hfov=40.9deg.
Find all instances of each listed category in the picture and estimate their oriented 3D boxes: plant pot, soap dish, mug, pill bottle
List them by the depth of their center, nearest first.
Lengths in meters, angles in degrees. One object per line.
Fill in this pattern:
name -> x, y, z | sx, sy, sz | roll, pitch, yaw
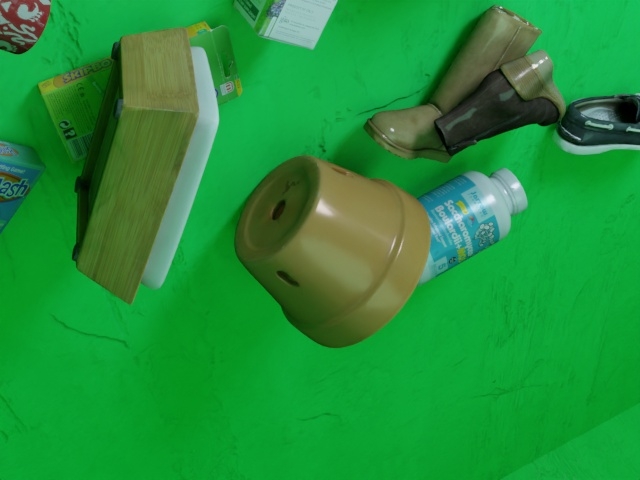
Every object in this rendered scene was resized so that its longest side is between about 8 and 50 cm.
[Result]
mug -> -0.378, -0.287, 0.923 | 0.150, 0.113, 0.169 | -49, 142, 18
soap dish -> -0.229, -0.101, 1.084 | 0.118, 0.229, 0.291 | 12, 124, -22
plant pot -> 0.000, 0.000, 1.371 | 0.203, 0.291, 0.291 | 34, 107, -32
pill bottle -> 0.249, -0.035, 1.594 | 0.264, 0.146, 0.146 | -29, 140, -8

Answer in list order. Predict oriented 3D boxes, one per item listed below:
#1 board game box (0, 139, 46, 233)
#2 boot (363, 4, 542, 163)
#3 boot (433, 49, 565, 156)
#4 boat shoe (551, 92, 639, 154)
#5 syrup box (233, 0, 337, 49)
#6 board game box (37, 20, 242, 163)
board game box -> -0.481, -0.044, 1.114 | 0.210, 0.047, 0.160 | -50, 152, 17
boot -> 0.212, -0.261, 1.395 | 0.236, 0.089, 0.269 | -2, 132, -51
boot -> 0.294, -0.209, 1.426 | 0.207, 0.090, 0.248 | -34, 158, 9
boat shoe -> 0.596, -0.236, 1.668 | 0.302, 0.114, 0.091 | -15, 142, -25
syrup box -> -0.013, -0.377, 1.104 | 0.096, 0.093, 0.237 | 5, 126, -38
board game box -> -0.237, -0.204, 1.164 | 0.259, 0.039, 0.124 | -22, 140, -12
